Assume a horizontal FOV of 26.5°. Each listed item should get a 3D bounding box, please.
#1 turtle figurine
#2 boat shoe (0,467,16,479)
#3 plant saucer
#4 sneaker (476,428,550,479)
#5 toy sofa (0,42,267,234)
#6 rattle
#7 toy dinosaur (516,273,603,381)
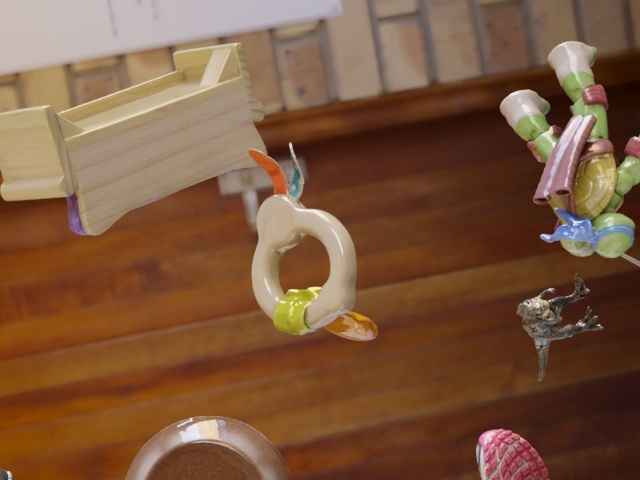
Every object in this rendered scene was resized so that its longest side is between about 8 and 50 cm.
[{"bbox_3d":[0.339,-0.083,1.569,0.197,0.275,0.266,96,158,-54],"label":"turtle figurine"},{"bbox_3d":[-0.411,0.310,1.534,0.233,0.079,0.084,-25,43,40],"label":"boat shoe"},{"bbox_3d":[-0.129,0.296,1.525,0.036,0.199,0.198,70,-172,-80],"label":"plant saucer"},{"bbox_3d":[0.321,0.446,2.274,0.112,0.121,0.299,13,131,55],"label":"sneaker"},{"bbox_3d":[-0.253,-0.138,1.842,0.150,0.363,0.177,1,111,46],"label":"toy sofa"},{"bbox_3d":[0.000,0.000,1.437,0.130,0.143,0.199,-41,59,43],"label":"rattle"},{"bbox_3d":[0.358,0.122,2.049,0.064,0.118,0.268,59,178,32],"label":"toy dinosaur"}]
